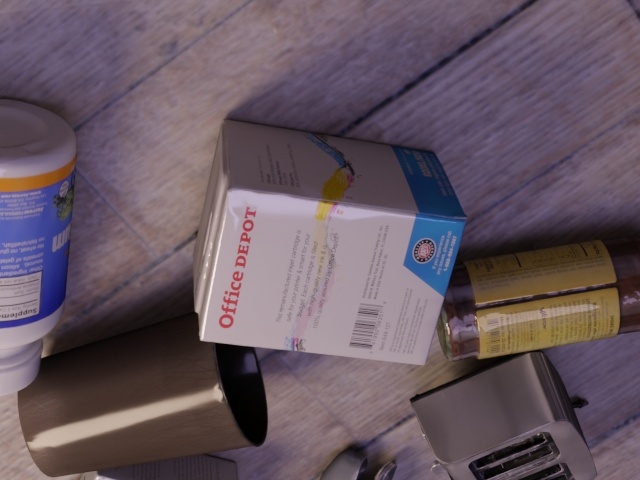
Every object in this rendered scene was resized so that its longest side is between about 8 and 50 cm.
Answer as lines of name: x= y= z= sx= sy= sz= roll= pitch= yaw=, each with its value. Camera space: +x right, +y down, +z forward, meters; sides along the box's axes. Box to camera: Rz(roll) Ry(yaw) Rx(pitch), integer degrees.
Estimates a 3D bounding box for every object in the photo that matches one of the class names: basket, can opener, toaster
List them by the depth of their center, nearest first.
basket: x=-0.190 y=0.165 z=1.400 sx=0.227 sy=0.154 sz=0.204 roll=-13 pitch=163 yaw=7
toaster: x=0.214 y=0.217 z=1.484 sx=0.185 sy=0.110 sz=0.168 roll=-24 pitch=140 yaw=8
can opener: x=0.020 y=0.374 z=1.605 sx=0.095 sy=0.076 sz=0.283 roll=27 pitch=117 yaw=15

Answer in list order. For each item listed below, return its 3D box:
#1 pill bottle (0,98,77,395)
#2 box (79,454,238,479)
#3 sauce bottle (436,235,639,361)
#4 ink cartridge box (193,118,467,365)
pill bottle: x=-0.323 y=0.012 z=1.300 sx=0.152 sy=0.152 sz=0.272 roll=5 pitch=119 yaw=-10
box: x=-0.193 y=0.309 z=1.515 sx=0.170 sy=0.091 sz=0.130 roll=18 pitch=115 yaw=-16
sauce bottle: x=0.294 y=0.055 z=1.428 sx=0.344 sy=0.111 sz=0.111 roll=-7 pitch=119 yaw=-2
ink cartridge box: x=0.000 y=0.000 z=1.326 sx=0.232 sy=0.168 sz=0.171 roll=8 pitch=117 yaw=-12
